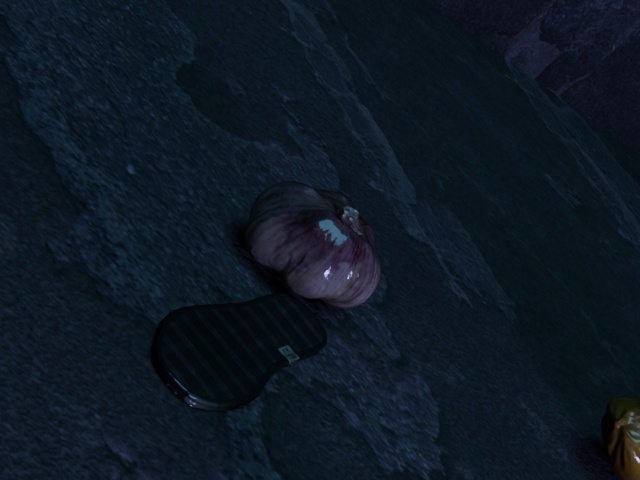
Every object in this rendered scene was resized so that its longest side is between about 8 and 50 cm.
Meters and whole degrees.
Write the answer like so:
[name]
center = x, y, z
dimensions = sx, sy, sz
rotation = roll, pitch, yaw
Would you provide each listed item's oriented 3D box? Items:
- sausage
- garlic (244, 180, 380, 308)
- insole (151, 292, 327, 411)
[sausage]
center = 0.458, 0.281, 1.775
dimensions = 0.354, 0.116, 0.134
rotation = 25, 41, -36
[garlic]
center = 0.000, 0.000, 1.466
dimensions = 0.159, 0.102, 0.147
rotation = 36, 20, -23
[insole]
center = -0.068, 0.094, 1.282
dimensions = 0.110, 0.012, 0.309
rotation = 48, 21, 14
